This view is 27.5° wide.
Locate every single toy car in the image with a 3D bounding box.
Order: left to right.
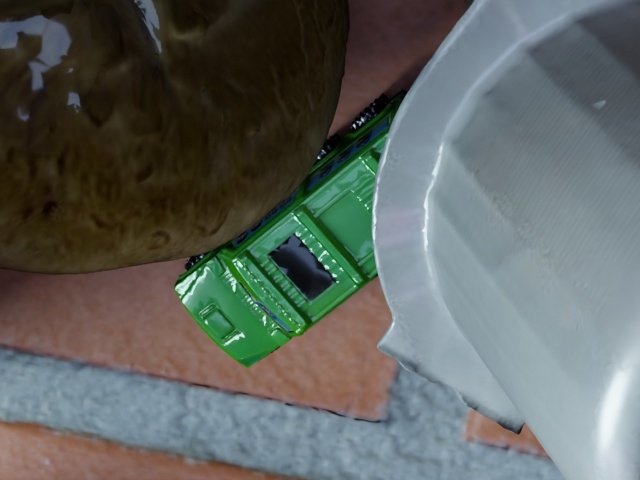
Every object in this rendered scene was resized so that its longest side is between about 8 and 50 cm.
[{"bbox_3d":[0.000,0.000,0.657,0.165,0.062,0.071,-38,100,15],"label":"toy car"}]

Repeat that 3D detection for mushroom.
[{"bbox_3d":[-0.107,-0.117,0.564,0.278,0.146,0.278,1,87,-24],"label":"mushroom"}]

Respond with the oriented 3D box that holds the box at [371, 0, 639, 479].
[{"bbox_3d":[0.167,0.000,0.529,0.262,0.206,0.291,-9,118,-8],"label":"box"}]
